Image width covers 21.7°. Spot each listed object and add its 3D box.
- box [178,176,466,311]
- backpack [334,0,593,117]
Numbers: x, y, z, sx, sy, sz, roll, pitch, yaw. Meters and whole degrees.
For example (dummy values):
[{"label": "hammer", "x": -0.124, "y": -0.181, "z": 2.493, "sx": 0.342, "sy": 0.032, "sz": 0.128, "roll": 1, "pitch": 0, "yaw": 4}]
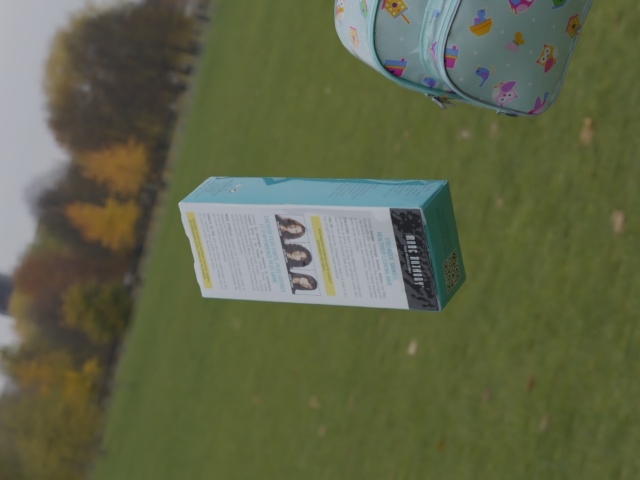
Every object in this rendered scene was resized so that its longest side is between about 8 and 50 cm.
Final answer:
[{"label": "box", "x": 0.000, "y": 0.000, "z": 1.470, "sx": 0.060, "sy": 0.244, "sz": 0.101, "roll": -46, "pitch": -49, "yaw": -50}, {"label": "backpack", "x": 0.113, "y": -0.187, "z": 1.311, "sx": 0.144, "sy": 0.188, "sz": 0.166, "roll": -123, "pitch": 47, "yaw": -60}]
